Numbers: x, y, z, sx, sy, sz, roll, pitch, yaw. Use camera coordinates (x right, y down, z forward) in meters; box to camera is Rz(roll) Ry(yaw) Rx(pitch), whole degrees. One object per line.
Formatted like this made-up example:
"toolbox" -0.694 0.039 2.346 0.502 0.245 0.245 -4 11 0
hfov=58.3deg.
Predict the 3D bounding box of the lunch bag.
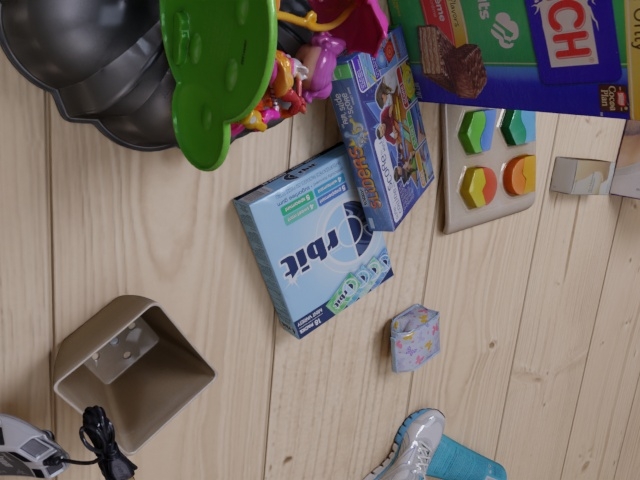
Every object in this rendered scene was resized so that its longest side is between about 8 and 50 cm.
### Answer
"lunch bag" 0.127 0.138 0.808 0.083 0.053 0.071 -28 121 -37

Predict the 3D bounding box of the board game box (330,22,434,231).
"board game box" 0.075 -0.130 0.666 0.136 0.035 0.201 -47 129 -44

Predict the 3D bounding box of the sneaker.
"sneaker" 0.137 0.341 0.854 0.071 0.083 0.190 43 75 -22

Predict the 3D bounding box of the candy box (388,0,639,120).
"candy box" 0.204 -0.270 0.567 0.122 0.317 0.268 -31 120 -24

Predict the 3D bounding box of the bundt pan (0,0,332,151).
"bundt pan" -0.104 -0.230 0.485 0.331 0.124 0.331 -11 110 -33

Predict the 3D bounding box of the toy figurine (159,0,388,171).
"toy figurine" -0.021 -0.143 0.436 0.159 0.130 0.173 -18 137 -40

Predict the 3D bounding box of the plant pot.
"plant pot" -0.185 0.115 0.550 0.109 0.096 0.109 -41 123 -18

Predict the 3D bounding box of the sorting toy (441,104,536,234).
"sorting toy" 0.252 -0.122 0.823 0.193 0.038 0.208 -16 113 -31

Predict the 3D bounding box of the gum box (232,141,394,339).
"gum box" 0.000 0.000 0.680 0.157 0.041 0.184 -31 121 -25

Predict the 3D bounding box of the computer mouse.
"computer mouse" -0.255 0.175 0.500 0.106 0.193 0.042 80 15 -45

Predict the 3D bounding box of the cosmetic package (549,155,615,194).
"cosmetic package" 0.439 -0.107 0.958 0.115 0.041 0.060 -5 107 -34

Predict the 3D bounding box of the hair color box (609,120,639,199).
"hair color box" 0.640 -0.225 0.974 0.110 0.185 0.339 2 103 -34

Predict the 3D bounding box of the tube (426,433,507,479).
"tube" 0.232 0.376 0.962 0.207 0.052 0.080 31 77 -31
